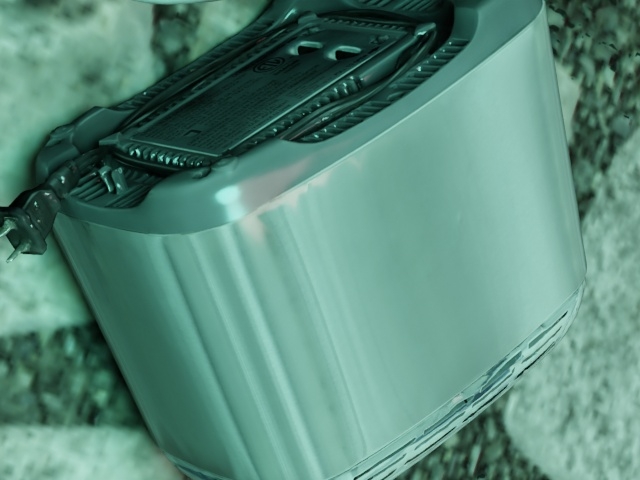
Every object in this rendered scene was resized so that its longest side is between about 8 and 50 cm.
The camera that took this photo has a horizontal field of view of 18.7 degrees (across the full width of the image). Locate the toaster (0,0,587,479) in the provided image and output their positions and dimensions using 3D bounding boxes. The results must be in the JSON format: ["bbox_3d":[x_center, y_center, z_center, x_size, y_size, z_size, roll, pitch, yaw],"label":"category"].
[{"bbox_3d":[0.000,0.000,0.716,0.227,0.129,0.146,-36,119,-32],"label":"toaster"}]

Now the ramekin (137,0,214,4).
[{"bbox_3d":[-0.021,-0.184,0.630,0.109,0.207,0.207,-16,107,-47],"label":"ramekin"}]
